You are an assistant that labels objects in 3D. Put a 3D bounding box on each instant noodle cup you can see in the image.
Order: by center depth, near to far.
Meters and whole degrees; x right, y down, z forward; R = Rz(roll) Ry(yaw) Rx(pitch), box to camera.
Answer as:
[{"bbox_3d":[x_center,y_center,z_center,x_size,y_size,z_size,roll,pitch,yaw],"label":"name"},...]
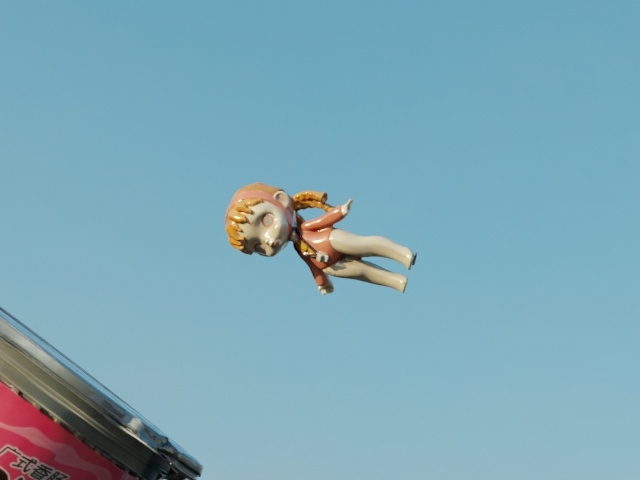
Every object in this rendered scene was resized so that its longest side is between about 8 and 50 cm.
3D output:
[{"bbox_3d":[-0.243,0.155,1.050,0.302,0.181,0.258,28,-12,46],"label":"instant noodle cup"}]

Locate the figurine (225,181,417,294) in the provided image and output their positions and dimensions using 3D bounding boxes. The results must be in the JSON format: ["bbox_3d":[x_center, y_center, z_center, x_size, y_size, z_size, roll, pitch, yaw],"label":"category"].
[{"bbox_3d":[0.000,0.000,0.804,0.109,0.047,0.064,19,-61,10],"label":"figurine"}]
